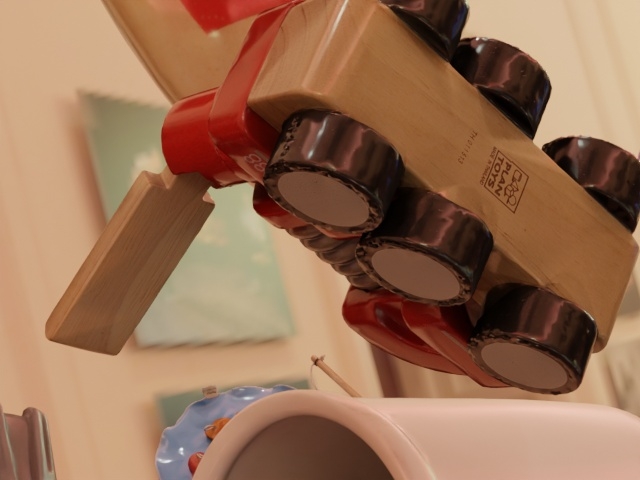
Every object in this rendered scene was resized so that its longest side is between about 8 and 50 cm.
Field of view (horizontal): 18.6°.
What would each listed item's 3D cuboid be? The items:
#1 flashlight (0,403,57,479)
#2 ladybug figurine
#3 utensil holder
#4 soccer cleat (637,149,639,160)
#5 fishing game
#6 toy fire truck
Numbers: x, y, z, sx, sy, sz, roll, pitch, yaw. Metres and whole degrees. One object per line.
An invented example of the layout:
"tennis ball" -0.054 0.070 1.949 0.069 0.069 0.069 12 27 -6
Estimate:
"flashlight" -0.174 0.235 1.011 0.103 0.304 0.103 -5 -23 -13
"ladybug figurine" -0.072 -0.227 1.615 0.162 0.449 0.305 -38 -26 15
"utensil holder" 0.121 0.294 1.722 0.385 0.328 0.327 3 -18 -42
"soccer cleat" 0.370 -0.097 1.350 0.318 0.116 0.109 -30 -50 -2
"fishing game" -0.071 0.200 1.899 0.264 0.189 0.041 -29 -45 -22
"toy fire truck" 0.000 0.000 0.962 0.217 0.158 0.246 39 -29 -30
